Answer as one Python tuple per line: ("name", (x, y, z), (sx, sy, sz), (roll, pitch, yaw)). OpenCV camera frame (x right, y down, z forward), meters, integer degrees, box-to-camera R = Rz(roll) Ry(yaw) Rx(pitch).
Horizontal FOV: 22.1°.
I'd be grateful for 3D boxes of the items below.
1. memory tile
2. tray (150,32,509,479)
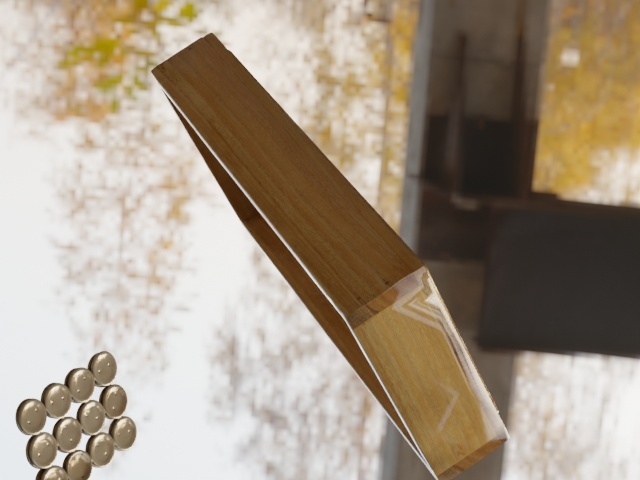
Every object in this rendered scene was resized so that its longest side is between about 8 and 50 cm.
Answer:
("memory tile", (-0.248, 0.189, 1.667), (0.012, 0.113, 0.148), (-5, -161, 37))
("tray", (0.000, 0.000, 1.349), (0.076, 0.203, 0.411), (-33, -140, -4))
